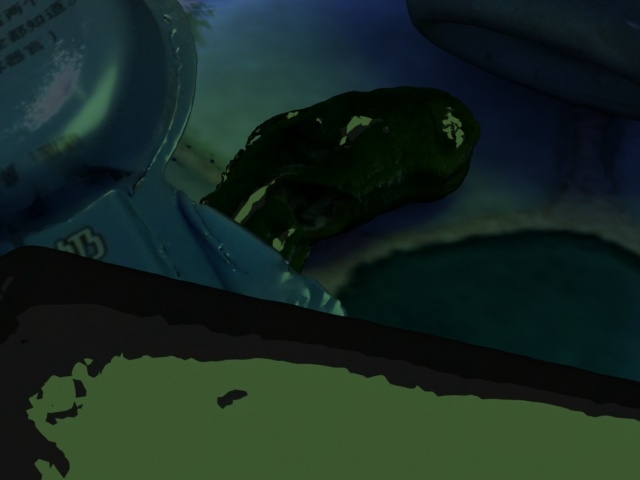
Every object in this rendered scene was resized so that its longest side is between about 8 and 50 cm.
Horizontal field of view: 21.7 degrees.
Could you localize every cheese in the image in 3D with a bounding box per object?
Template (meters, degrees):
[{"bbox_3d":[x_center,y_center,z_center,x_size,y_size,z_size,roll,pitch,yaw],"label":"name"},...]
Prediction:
[{"bbox_3d":[-0.092,-0.026,0.550,0.135,0.052,0.245,-30,54,-4],"label":"cheese"}]

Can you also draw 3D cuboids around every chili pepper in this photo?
[{"bbox_3d":[-0.006,-0.002,0.564,0.073,0.050,0.182,28,47,6],"label":"chili pepper"}]

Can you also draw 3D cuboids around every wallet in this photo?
[{"bbox_3d":[-0.007,0.101,0.429,0.229,0.049,0.182,15,65,5],"label":"wallet"}]

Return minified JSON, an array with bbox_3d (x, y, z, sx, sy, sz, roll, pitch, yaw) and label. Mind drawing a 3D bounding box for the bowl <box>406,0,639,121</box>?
[{"bbox_3d":[0.112,-0.130,0.634,0.313,0.146,0.313,20,0,0],"label":"bowl"}]
